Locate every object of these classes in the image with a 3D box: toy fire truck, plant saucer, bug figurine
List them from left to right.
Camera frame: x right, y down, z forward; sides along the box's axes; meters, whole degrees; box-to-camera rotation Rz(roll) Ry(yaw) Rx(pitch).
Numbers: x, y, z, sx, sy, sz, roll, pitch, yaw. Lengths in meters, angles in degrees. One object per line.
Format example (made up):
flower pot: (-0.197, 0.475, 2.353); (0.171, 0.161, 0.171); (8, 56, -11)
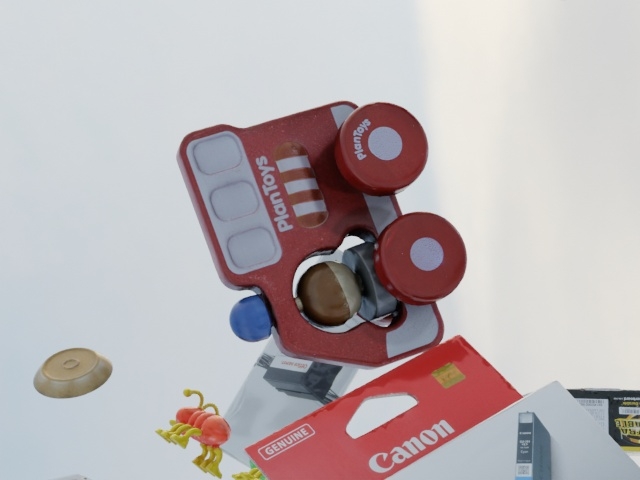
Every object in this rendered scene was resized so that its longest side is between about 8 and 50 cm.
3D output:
plant saucer: (-0.257, 0.133, 1.584); (0.083, 0.083, 0.015); (-52, -38, -51)
bug figurine: (-0.050, 0.276, 1.736); (0.072, 0.216, 0.279); (-54, -53, -16)
toy fire truck: (0.000, 0.000, 1.661); (0.254, 0.169, 0.302); (-17, -97, -17)

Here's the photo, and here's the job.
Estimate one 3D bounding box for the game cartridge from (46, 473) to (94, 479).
game cartridge: (-0.254, 0.271, 1.628); (0.056, 0.083, 0.017); (-10, -69, -38)

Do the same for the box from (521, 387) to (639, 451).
box: (0.372, 0.227, 1.882); (0.322, 0.257, 0.079); (109, 161, -81)

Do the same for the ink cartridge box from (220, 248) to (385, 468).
ink cartridge box: (-0.015, 0.171, 2.100); (0.307, 0.129, 0.223); (-58, -2, -2)

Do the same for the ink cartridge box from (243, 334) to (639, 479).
ink cartridge box: (0.119, 0.215, 1.468); (0.296, 0.261, 0.066); (-25, -32, -31)
